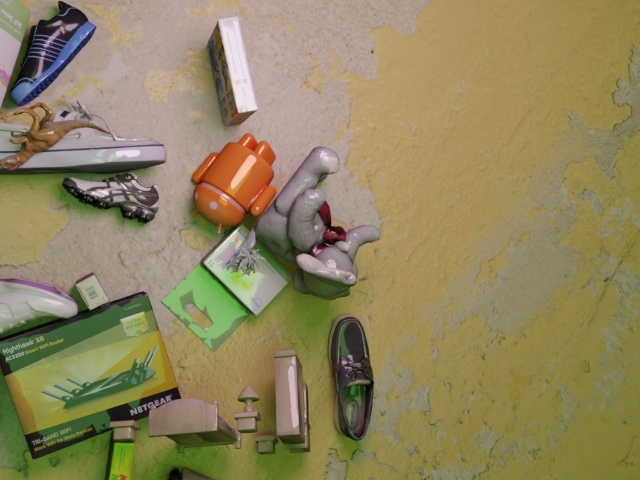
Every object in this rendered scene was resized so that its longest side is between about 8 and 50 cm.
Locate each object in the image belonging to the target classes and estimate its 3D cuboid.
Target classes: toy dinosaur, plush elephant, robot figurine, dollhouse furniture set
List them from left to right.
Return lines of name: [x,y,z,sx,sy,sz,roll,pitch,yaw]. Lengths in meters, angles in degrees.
toy dinosaur: [-0.506,-0.205,1.367,0.211,0.064,0.112,-26,103,4]
dollhouse furniture set: [-0.214,0.350,1.549,0.356,0.303,0.173,-5,64,5]
robot figurine: [-0.183,-0.119,1.555,0.158,0.128,0.219,37,79,-16]
plush elephant: [0.000,0.000,1.529,0.255,0.272,0.330,37,80,-4]

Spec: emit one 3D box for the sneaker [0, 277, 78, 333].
sneaker: [-0.629,0.144,1.414,0.305,0.114,0.152,6,82,-9]

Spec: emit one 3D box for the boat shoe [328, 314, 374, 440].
boat shoe: [0.078,0.314,1.665,0.103,0.092,0.285,0,90,-19]

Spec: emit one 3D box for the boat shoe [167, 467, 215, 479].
boat shoe: [-0.200,0.626,1.568,0.340,0.127,0.158,28,88,-9]

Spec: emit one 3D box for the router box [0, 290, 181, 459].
router box: [-0.466,0.266,1.486,0.309,0.081,0.243,-19,96,-18]

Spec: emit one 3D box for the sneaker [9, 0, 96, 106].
sneaker: [-0.554,-0.374,1.458,0.090,0.081,0.232,39,72,-12]

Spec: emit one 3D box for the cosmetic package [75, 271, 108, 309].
cosmetic package: [-0.460,0.100,1.469,0.041,0.115,0.060,-29,98,-15]

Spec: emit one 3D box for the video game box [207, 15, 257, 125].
video game box: [-0.186,-0.342,1.515,0.048,0.205,0.187,-15,94,-14]

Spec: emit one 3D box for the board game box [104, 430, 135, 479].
board game box: [-0.417,0.494,1.497,0.043,0.092,0.181,8,88,-20]

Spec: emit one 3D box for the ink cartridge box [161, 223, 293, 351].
ink cartridge box: [-0.201,0.104,1.591,0.235,0.056,0.171,-47,104,-15]

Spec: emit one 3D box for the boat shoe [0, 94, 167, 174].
boat shoe: [-0.496,-0.215,1.458,0.367,0.136,0.156,-3,88,-9]

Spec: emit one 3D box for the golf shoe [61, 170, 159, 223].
golf shoe: [-0.428,-0.106,1.507,0.198,0.077,0.094,21,78,-27]

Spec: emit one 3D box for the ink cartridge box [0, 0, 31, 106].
ink cartridge box: [-0.702,-0.304,1.346,0.207,0.119,0.353,14,85,9]
